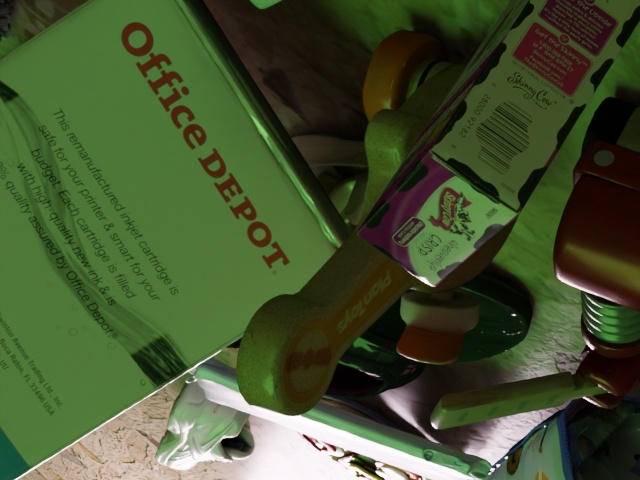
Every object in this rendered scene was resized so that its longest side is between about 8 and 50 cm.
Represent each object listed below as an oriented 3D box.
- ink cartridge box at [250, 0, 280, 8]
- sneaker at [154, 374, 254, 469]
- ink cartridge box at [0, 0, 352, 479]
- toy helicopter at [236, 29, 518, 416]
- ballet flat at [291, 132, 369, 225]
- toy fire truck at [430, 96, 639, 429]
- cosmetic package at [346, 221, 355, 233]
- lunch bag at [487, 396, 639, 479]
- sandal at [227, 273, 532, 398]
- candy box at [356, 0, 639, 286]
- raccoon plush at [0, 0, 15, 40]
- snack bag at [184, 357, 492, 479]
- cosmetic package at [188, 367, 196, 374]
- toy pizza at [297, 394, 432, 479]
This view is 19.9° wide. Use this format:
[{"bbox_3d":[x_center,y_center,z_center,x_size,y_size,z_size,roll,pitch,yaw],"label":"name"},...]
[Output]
[{"bbox_3d":[-0.063,-0.318,1.226,0.324,0.071,0.330,42,155,-18],"label":"ink cartridge box"},{"bbox_3d":[-0.144,0.258,2.352,0.115,0.090,0.232,28,156,3],"label":"sneaker"},{"bbox_3d":[-0.209,-0.006,1.491,0.285,0.395,0.166,57,-172,-6],"label":"ink cartridge box"},{"bbox_3d":[0.054,0.018,1.350,0.140,0.355,0.235,17,133,31],"label":"toy helicopter"},{"bbox_3d":[0.031,-0.048,1.587,0.248,0.086,0.086,-1,139,51],"label":"ballet flat"},{"bbox_3d":[0.200,0.043,1.348,0.158,0.246,0.217,22,153,23],"label":"toy fire truck"},{"bbox_3d":[0.000,0.000,1.758,0.060,0.041,0.115,25,154,15],"label":"cosmetic package"},{"bbox_3d":[0.324,0.339,1.777,0.385,0.239,0.328,47,157,8],"label":"lunch bag"},{"bbox_3d":[-0.010,0.094,1.759,0.445,0.107,0.167,0,149,25],"label":"sandal"},{"bbox_3d":[0.129,-0.096,1.196,0.071,0.233,0.159,35,156,-3],"label":"candy box"},{"bbox_3d":[-0.503,-0.189,1.711,0.446,0.299,0.216,23,154,22],"label":"raccoon plush"},{"bbox_3d":[0.015,0.190,1.923,0.323,0.037,0.342,20,172,3],"label":"snack bag"},{"bbox_3d":[-0.154,0.061,1.970,0.099,0.060,0.239,31,155,8],"label":"cosmetic package"},{"bbox_3d":[0.048,0.250,2.169,0.201,0.032,0.201,27,155,14],"label":"toy pizza"}]
